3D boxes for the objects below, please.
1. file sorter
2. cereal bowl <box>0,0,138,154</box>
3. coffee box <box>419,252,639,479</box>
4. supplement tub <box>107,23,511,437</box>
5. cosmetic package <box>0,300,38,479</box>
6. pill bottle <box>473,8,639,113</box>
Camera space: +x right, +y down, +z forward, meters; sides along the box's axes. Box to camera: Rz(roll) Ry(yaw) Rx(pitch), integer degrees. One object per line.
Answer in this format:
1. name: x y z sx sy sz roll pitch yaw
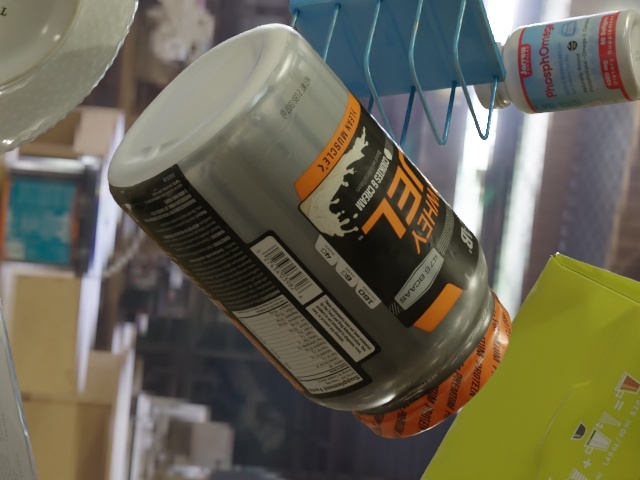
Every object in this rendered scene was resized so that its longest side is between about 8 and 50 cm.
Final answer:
1. file sorter: 0.062 -0.145 1.435 0.118 0.170 0.104 65 28 -42
2. cereal bowl: -0.271 -0.200 1.176 0.141 0.339 0.339 37 -53 51
3. coffee box: 0.359 0.262 1.683 0.338 0.334 0.337 23 -100 51
4. supplement tub: 0.000 0.000 1.299 0.316 0.194 0.193 47 20 -23
5. cosmetic package: -0.278 0.143 1.266 0.060 0.099 0.239 -177 -104 -81
6. pill bottle: 0.230 -0.167 1.564 0.087 0.160 0.087 23 64 -60
